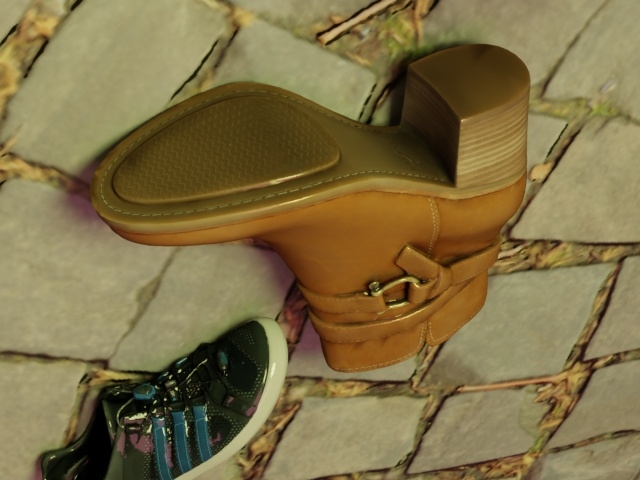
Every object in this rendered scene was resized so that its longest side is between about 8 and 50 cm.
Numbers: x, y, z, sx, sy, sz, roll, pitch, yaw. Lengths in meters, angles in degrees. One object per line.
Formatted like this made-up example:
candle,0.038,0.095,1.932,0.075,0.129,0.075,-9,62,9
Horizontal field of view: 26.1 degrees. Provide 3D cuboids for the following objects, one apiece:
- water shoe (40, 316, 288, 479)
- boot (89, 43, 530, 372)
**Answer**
water shoe,-0.107,0.124,0.939,0.203,0.073,0.080,-45,133,15
boot,0.000,0.000,0.875,0.283,0.109,0.220,-21,141,-21
